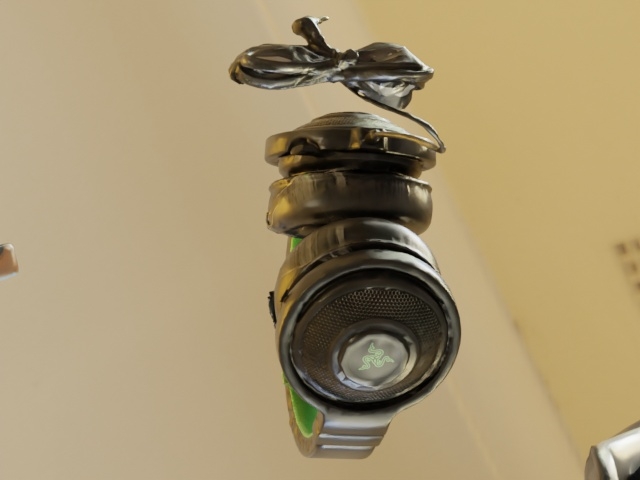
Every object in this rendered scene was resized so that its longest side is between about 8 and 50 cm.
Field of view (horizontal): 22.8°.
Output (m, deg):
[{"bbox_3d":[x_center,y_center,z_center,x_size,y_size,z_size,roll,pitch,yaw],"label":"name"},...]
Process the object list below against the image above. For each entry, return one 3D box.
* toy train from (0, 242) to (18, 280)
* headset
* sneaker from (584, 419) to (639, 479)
[{"bbox_3d":[-0.173,0.025,0.472,0.184,0.080,0.105,-10,-94,-53],"label":"toy train"},{"bbox_3d":[0.000,0.000,1.149,0.185,0.394,0.243,3,-126,-11],"label":"headset"},{"bbox_3d":[0.091,0.150,0.350,0.282,0.099,0.153,-67,-18,-53],"label":"sneaker"}]
